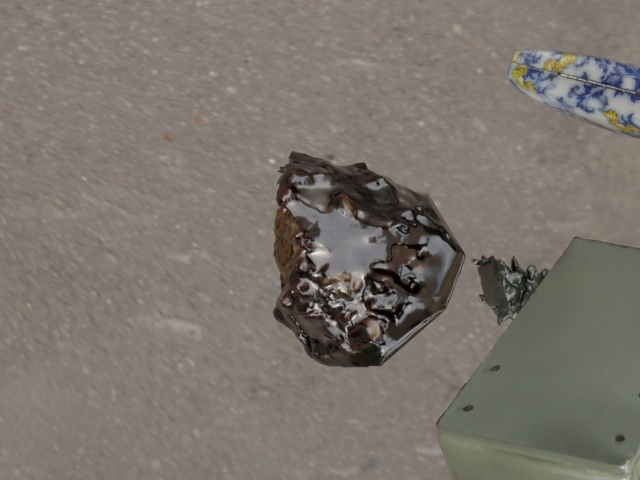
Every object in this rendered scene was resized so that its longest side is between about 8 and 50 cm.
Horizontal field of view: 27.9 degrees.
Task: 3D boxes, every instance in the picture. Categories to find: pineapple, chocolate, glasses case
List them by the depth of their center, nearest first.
[{"bbox_3d":[0.294,-0.132,1.221,0.087,0.248,0.065,15,95,-54],"label":"glasses case"},{"bbox_3d":[0.000,0.000,1.330,0.206,0.224,0.177,-42,124,13],"label":"chocolate"},{"bbox_3d":[0.315,0.088,1.646,0.279,0.158,0.157,19,92,-26],"label":"pineapple"}]

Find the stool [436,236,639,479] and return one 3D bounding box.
[{"bbox_3d":[0.257,0.174,1.097,0.269,0.170,0.243,-48,130,-37],"label":"stool"}]
